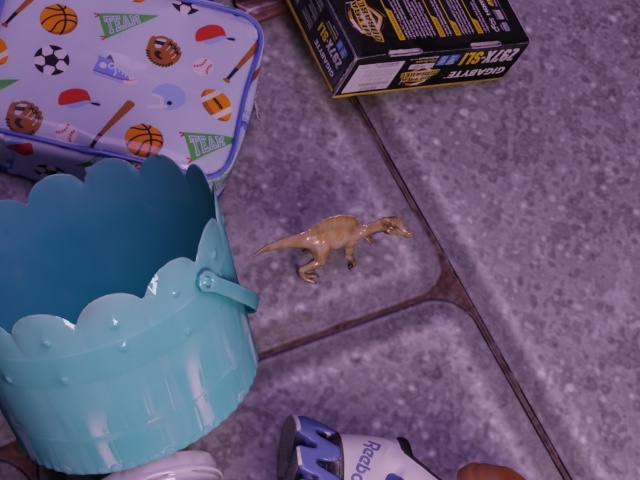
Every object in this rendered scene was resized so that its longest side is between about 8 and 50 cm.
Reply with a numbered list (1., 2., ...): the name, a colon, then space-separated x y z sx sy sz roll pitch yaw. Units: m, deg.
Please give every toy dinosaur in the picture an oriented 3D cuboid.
1. toy dinosaur: 0.000 0.000 1.529 0.183 0.093 0.053 -10 63 -19

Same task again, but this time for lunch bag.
1. lunch bag: -0.208 -0.166 1.552 0.303 0.115 0.243 14 64 -6

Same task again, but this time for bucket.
1. bucket: -0.193 0.065 1.327 0.281 0.183 0.281 -13 30 7

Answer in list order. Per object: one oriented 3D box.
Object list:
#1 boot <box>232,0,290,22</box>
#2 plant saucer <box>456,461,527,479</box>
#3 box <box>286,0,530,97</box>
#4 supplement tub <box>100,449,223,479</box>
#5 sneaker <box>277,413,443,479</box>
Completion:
1. boot: -0.039 -0.264 1.706 0.114 0.037 0.106 -16 54 -25
2. plant saucer: 0.204 0.284 1.366 0.037 0.200 0.200 -40 72 11
3. box: 0.068 -0.327 1.713 0.257 0.079 0.322 -11 65 -32
4. supplement tub: -0.122 0.301 1.292 0.144 0.144 0.200 -11 63 -20
5. sneaker: 0.064 0.304 1.347 0.182 0.127 0.316 1 59 -11
